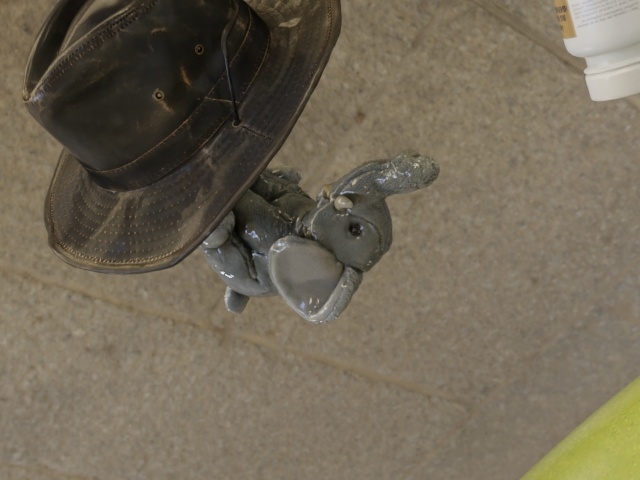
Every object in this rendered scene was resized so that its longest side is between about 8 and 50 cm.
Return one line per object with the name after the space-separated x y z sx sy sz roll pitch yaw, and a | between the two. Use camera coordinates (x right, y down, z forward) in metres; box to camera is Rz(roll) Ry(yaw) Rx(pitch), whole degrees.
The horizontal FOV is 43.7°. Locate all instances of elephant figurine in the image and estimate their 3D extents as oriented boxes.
0.000 0.000 0.820 0.240 0.169 0.186 14 162 24 | elephant figurine

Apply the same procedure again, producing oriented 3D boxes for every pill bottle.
0.379 -0.308 1.050 0.131 0.131 0.229 -20 103 0 | pill bottle

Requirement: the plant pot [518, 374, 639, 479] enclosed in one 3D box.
0.187 0.207 0.422 0.294 0.274 0.275 -32 131 16 | plant pot

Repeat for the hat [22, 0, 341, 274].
-0.149 -0.142 0.649 0.331 0.331 0.134 -35 138 14 | hat
